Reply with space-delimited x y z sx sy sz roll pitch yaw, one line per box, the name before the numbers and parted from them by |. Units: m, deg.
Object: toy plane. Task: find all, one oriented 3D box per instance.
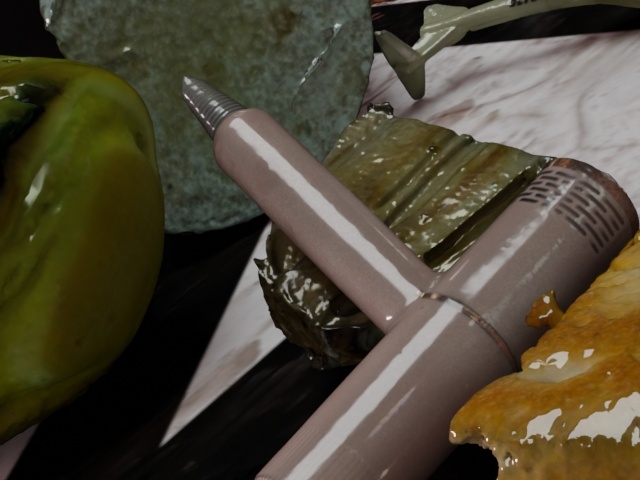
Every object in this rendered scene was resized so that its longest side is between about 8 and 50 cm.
toy plane | 0.174 -0.160 1.099 0.286 0.092 0.108 -13 50 25

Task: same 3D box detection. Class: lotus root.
lotus root | 0.041 0.011 0.858 0.144 0.070 0.143 -39 44 -24

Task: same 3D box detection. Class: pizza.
pizza | 0.136 0.045 0.681 0.154 0.069 0.194 -19 16 19

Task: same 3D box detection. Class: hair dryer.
hair dryer | -0.010 0.007 0.779 0.220 0.053 0.195 32 66 25

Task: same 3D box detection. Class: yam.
yam | -0.072 -0.143 1.184 0.201 0.202 0.271 -28 17 -6

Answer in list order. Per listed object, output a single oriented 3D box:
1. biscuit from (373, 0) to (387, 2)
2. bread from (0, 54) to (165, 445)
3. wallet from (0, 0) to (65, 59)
biscuit | 0.046 -0.217 1.439 0.175 0.026 0.124 -5 30 43
bread | -0.245 0.004 1.009 0.251 0.208 0.376 -30 21 -30
wallet | -0.285 -0.153 1.215 0.041 0.323 0.247 35 104 35
